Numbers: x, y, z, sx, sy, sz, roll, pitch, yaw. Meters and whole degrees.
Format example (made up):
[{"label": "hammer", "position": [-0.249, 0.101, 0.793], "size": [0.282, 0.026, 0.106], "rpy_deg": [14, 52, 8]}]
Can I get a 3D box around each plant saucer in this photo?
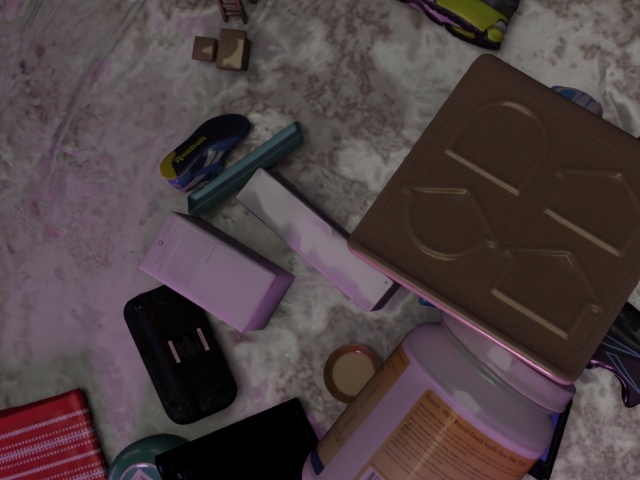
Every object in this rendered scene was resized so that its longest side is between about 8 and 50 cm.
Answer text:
[{"label": "plant saucer", "position": [-0.103, -0.098, 1.897], "size": [0.192, 0.067, 0.018], "rpy_deg": [-35, 112, 8]}, {"label": "plant saucer", "position": [0.046, 0.184, 1.879], "size": [0.083, 0.015, 0.083], "rpy_deg": [0, 89, 11]}]

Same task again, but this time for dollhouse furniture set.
[{"label": "dollhouse furniture set", "position": [-0.189, -0.324, 1.898], "size": [0.182, 0.101, 0.161], "rpy_deg": [7, 89, 11]}]

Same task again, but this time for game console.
[{"label": "game console", "position": [-0.147, 0.216, 1.870], "size": [0.213, 0.044, 0.361], "rpy_deg": [-20, 70, -19]}, {"label": "game console", "position": [0.267, 0.245, 1.808], "size": [0.071, 0.107, 0.122], "rpy_deg": [15, 92, -17]}]

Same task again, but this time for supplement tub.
[{"label": "supplement tub", "position": [0.151, 0.248, 1.737], "size": [0.228, 0.228, 0.316], "rpy_deg": [40, 101, 10]}]

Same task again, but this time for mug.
[{"label": "mug", "position": [-0.226, 0.349, 1.883], "size": [0.129, 0.097, 0.157], "rpy_deg": [-12, 86, 10]}]

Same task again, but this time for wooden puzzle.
[{"label": "wooden puzzle", "position": [0.251, -0.028, 1.699], "size": [0.322, 0.080, 0.348], "rpy_deg": [32, 68, 11]}]

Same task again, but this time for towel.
[{"label": "towel", "position": [-0.391, 0.364, 1.950], "size": [0.199, 0.031, 0.275], "rpy_deg": [-18, 87, 8]}]

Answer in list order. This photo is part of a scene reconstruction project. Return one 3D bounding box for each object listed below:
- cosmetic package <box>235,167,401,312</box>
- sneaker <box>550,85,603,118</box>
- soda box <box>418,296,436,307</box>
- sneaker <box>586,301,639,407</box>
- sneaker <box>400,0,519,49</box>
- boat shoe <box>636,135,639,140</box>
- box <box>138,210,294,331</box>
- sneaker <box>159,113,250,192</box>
[{"label": "cosmetic package", "position": [0.000, 0.000, 1.852], "size": [0.239, 0.099, 0.060], "rpy_deg": [41, 95, 10]}, {"label": "sneaker", "position": [0.285, -0.095, 1.815], "size": [0.086, 0.085, 0.237], "rpy_deg": [33, 94, 32]}, {"label": "soda box", "position": [0.186, -0.011, 1.830], "size": [0.067, 0.071, 0.210], "rpy_deg": [11, 90, 12]}, {"label": "sneaker", "position": [0.353, 0.101, 1.780], "size": [0.267, 0.101, 0.106], "rpy_deg": [45, 99, 9]}, {"label": "sneaker", "position": [0.144, -0.380, 1.846], "size": [0.300, 0.111, 0.121], "rpy_deg": [35, 84, 5]}, {"label": "boat shoe", "position": [0.408, -0.105, 1.791], "size": [0.223, 0.080, 0.073], "rpy_deg": [-33, 77, 3]}, {"label": "box", "position": [-0.139, 0.043, 1.861], "size": [0.170, 0.130, 0.091], "rpy_deg": [32, 93, 11]}, {"label": "sneaker", "position": [-0.157, -0.122, 1.914], "size": [0.144, 0.059, 0.053], "rpy_deg": [-37, 50, -8]}]
